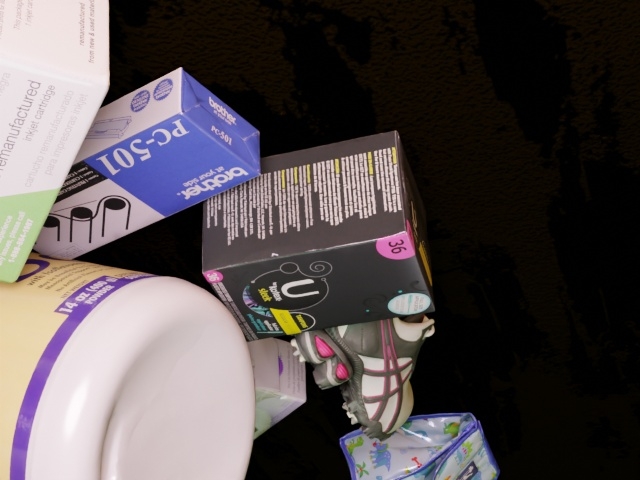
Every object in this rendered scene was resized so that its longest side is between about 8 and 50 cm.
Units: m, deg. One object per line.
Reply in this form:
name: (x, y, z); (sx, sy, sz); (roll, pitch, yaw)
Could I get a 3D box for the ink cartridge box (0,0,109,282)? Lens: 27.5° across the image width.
ink cartridge box: (-0.296, -0.102, 0.836); (0.273, 0.115, 0.198); (15, 132, -23)

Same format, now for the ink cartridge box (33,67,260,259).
ink cartridge box: (-0.157, -0.052, 1.002); (0.207, 0.046, 0.097); (-22, 143, 26)

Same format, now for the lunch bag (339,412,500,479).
lunch bag: (0.116, 0.252, 1.436); (0.151, 0.096, 0.129); (-23, 141, 4)

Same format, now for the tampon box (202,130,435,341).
tampon box: (0.000, 0.000, 1.039); (0.161, 0.101, 0.120); (-11, 146, 11)

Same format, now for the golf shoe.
golf shoe: (0.058, 0.102, 1.198); (0.120, 0.105, 0.273); (-28, 150, 4)

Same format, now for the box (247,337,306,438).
box: (-0.127, 0.196, 1.355); (0.063, 0.067, 0.324); (20, 141, -28)

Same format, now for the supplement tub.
supplement tub: (-0.243, 0.126, 1.016); (0.331, 0.241, 0.241); (9, 153, 29)
